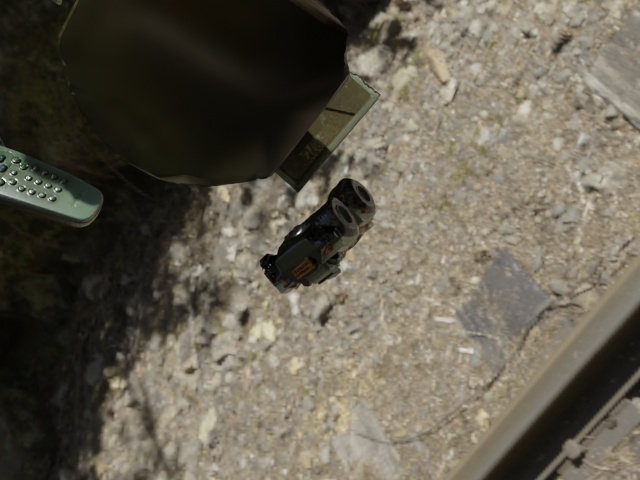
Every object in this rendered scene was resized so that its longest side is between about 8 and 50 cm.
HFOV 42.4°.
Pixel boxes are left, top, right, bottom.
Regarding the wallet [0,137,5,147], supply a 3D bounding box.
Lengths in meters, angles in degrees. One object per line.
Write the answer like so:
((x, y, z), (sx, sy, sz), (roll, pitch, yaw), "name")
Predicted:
((-0.599, -0.074, 1.304), (0.250, 0.075, 0.176), (-48, 45, 5), "wallet")

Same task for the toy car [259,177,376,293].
((0.001, 0.002, 1.503), (0.193, 0.118, 0.301), (-38, 7, 22), "toy car")

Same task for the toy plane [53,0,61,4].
((-0.496, -0.472, 1.511), (0.080, 0.083, 0.033), (-9, 41, 18), "toy plane")

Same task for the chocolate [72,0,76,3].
((-0.349, -0.396, 1.230), (0.065, 0.329, 0.102), (-25, 22, 14), "chocolate")

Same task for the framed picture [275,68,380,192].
((-0.078, -0.251, 1.354), (0.213, 0.289, 0.016), (-49, 4, 8), "framed picture")

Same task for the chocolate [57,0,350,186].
((-0.153, -0.279, 1.079), (0.326, 0.314, 0.297), (-49, 27, 36), "chocolate")

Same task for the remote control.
((-0.385, -0.074, 1.049), (0.042, 0.222, 0.072), (108, -177, -54), "remote control")
